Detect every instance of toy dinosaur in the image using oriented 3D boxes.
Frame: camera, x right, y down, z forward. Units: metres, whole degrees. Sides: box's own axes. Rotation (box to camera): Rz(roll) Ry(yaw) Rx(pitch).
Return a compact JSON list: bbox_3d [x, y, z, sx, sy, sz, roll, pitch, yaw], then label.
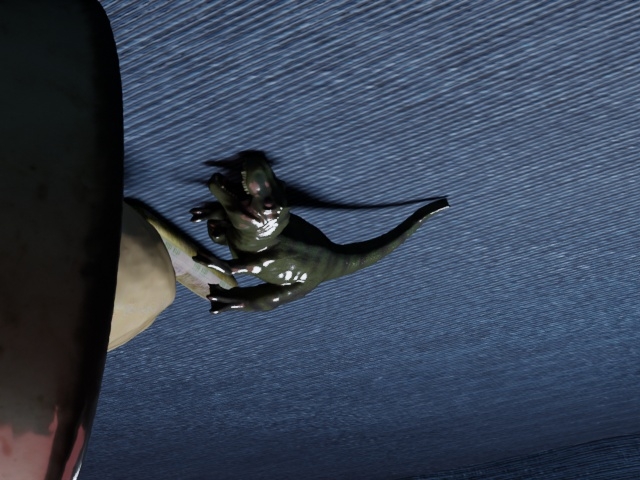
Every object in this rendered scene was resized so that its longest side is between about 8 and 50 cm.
[{"bbox_3d":[0.000,0.000,1.228,0.179,0.087,0.187,-6,166,9],"label":"toy dinosaur"}]

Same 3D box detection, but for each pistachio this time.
[{"bbox_3d":[-0.191,0.025,1.135,0.157,0.157,0.229,-15,171,32],"label":"pistachio"}]

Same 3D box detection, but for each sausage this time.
[{"bbox_3d":[-0.112,0.014,1.348,0.033,0.032,0.269,-8,164,12],"label":"sausage"}]

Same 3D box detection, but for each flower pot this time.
[{"bbox_3d":[-0.282,-0.002,0.803,0.330,0.293,0.293,9,161,-21],"label":"flower pot"}]
